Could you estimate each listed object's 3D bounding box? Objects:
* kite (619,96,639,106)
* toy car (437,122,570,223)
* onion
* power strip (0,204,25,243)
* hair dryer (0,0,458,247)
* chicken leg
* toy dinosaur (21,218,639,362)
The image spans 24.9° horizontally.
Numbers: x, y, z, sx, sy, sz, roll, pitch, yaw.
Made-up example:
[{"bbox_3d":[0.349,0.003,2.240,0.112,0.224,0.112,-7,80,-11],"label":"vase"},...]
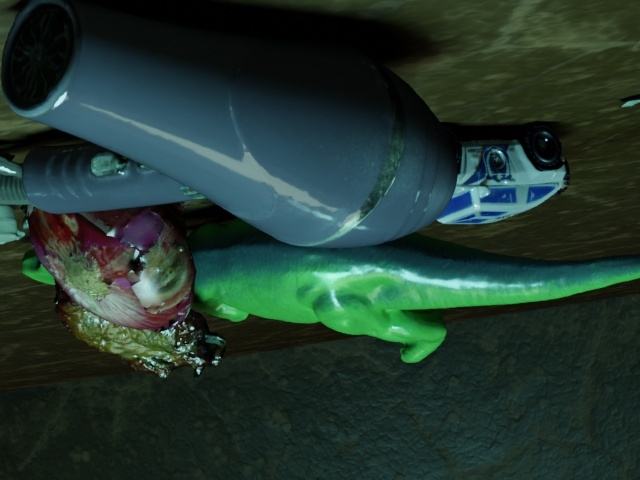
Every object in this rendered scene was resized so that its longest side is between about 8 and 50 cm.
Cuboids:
[{"bbox_3d":[0.343,-0.129,1.076,0.250,0.012,0.229,-12,170,30],"label":"kite"},{"bbox_3d":[0.128,-0.052,1.171,0.171,0.070,0.080,-2,169,-31],"label":"toy car"},{"bbox_3d":[-0.133,-0.016,1.071,0.140,0.150,0.150,-48,-169,-26],"label":"onion"},{"bbox_3d":[-0.326,-0.009,1.147,0.191,0.030,0.047,-3,171,-34],"label":"power strip"},{"bbox_3d":[-0.129,-0.051,0.880,0.361,0.121,0.301,-9,165,41],"label":"hair dryer"},{"bbox_3d":[-0.181,0.049,1.251,0.106,0.051,0.253,-18,136,30],"label":"chicken leg"},{"bbox_3d":[0.000,0.000,1.240,0.375,0.144,0.500,13,163,-30],"label":"toy dinosaur"}]
